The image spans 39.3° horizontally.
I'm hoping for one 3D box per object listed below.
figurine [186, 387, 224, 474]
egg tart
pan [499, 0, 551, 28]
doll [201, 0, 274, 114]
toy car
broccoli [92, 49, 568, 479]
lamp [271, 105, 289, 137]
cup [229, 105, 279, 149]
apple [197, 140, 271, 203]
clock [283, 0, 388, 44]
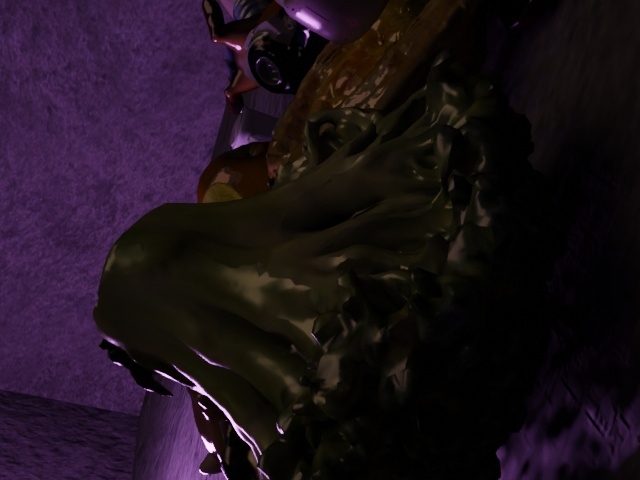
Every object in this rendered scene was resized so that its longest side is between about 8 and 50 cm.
[{"bbox_3d":[-0.043,0.111,0.824,0.173,0.177,0.247,-10,96,57],"label":"figurine"},{"bbox_3d":[0.061,-0.140,0.786,0.279,0.095,0.279,-44,19,19],"label":"egg tart"},{"bbox_3d":[0.158,-0.209,0.683,0.068,0.023,0.115,118,158,-50],"label":"pan"},{"bbox_3d":[-0.128,-0.438,1.745,0.339,0.209,0.317,-90,22,-54],"label":"doll"},{"bbox_3d":[0.000,-0.326,1.160,0.193,0.118,0.301,-45,-9,-33],"label":"toy car"},{"bbox_3d":[0.026,0.056,0.566,0.324,0.272,0.334,-38,-18,-31],"label":"broccoli"},{"bbox_3d":[0.009,-0.167,1.131,0.193,0.106,0.106,-67,13,3],"label":"lamp"},{"bbox_3d":[-0.089,-0.171,1.494,0.104,0.116,0.074,-110,36,-69],"label":"cup"},{"bbox_3d":[-0.092,-0.071,1.292,0.146,0.163,0.147,-37,-40,-44],"label":"apple"},{"bbox_3d":[0.092,-0.331,0.725,0.322,0.113,0.295,-43,28,40],"label":"clock"}]
